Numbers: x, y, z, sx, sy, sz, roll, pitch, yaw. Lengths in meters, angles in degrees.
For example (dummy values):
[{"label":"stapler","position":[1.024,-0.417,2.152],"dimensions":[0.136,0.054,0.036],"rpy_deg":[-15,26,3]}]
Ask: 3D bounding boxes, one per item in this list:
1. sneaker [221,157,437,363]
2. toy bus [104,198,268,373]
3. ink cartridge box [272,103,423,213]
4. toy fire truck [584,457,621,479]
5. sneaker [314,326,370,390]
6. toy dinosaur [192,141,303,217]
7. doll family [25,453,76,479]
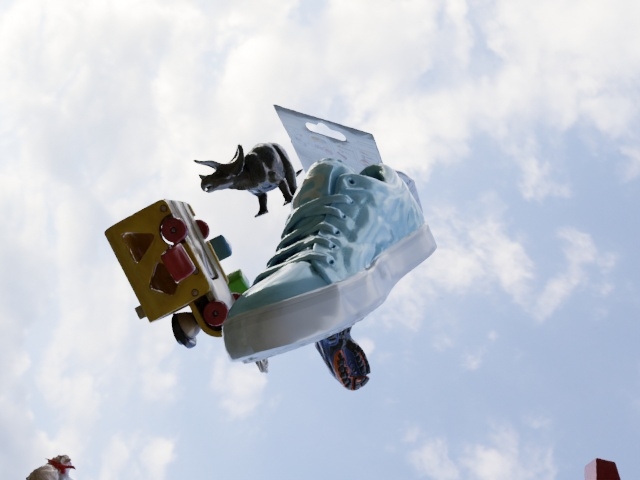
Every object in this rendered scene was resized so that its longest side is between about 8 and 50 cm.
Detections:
[{"label":"sneaker","position":[0.000,0.000,0.612],"dimensions":[0.135,0.366,0.150],"rpy_deg":[-26,-88,27]},{"label":"toy bus","position":[-0.160,0.053,0.690],"dimensions":[0.104,0.191,0.202],"rpy_deg":[-27,-138,5]},{"label":"ink cartridge box","position":[0.048,-0.120,0.938],"dimensions":[0.189,0.232,0.066],"rpy_deg":[23,-118,33]},{"label":"toy fire truck","position":[0.309,0.368,0.766],"dimensions":[0.135,0.047,0.192],"rpy_deg":[9,-124,5]},{"label":"sneaker","position":[0.017,0.170,1.125],"dimensions":[0.087,0.083,0.221],"rpy_deg":[-8,-82,60]},{"label":"toy dinosaur","position":[-0.103,-0.148,1.276],"dimensions":[0.121,0.314,0.160],"rpy_deg":[-20,-82,39]},{"label":"doll family","position":[-0.318,0.382,0.722],"dimensions":[0.119,0.163,0.262],"rpy_deg":[1,-137,11]}]
